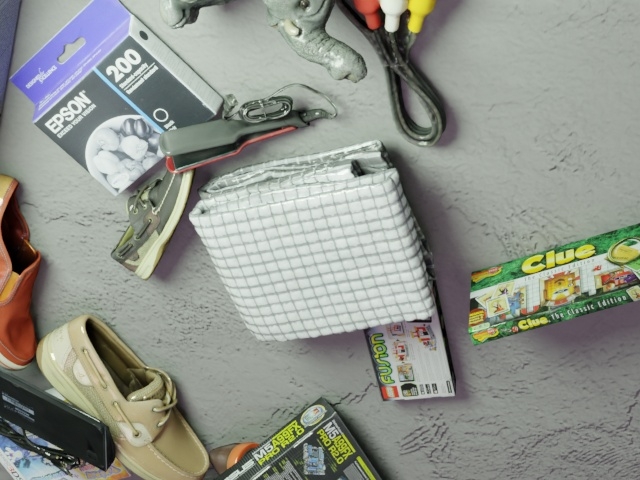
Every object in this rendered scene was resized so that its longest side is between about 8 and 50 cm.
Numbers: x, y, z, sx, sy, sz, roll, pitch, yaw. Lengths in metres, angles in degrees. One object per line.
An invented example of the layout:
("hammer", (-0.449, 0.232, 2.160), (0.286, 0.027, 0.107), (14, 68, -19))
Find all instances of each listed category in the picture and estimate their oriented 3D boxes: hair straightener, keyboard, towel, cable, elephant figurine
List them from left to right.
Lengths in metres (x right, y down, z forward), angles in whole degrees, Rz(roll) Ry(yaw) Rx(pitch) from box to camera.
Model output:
("keyboard", (-0.450, 0.264, 1.757), (0.317, 0.033, 0.201), (25, 138, 13))
("hair straightener", (-0.093, -0.146, 1.450), (0.230, 0.047, 0.089), (-12, 150, 2))
("elephant figurine", (-0.053, -0.305, 1.301), (0.239, 0.169, 0.186), (8, 141, 11))
("towel", (0.000, 0.000, 1.536), (0.284, 0.121, 0.235), (-12, 121, 19))
("cable", (0.082, -0.229, 1.384), (0.139, 0.072, 0.287), (3, 126, 13))

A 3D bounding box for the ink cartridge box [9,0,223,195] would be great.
("ink cartridge box", (-0.270, -0.185, 1.487), (0.206, 0.045, 0.208), (-35, 112, 29))

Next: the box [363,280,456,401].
("box", (0.125, 0.143, 1.666), (0.114, 0.036, 0.207), (-6, 124, 13))

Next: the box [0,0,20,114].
("box", (-0.467, -0.210, 1.437), (0.121, 0.148, 0.311), (19, 125, -4))

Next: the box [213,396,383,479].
("box", (-0.009, 0.410, 1.799), (0.216, 0.060, 0.270), (-38, 119, -9))

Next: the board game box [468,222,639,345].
("board game box", (0.320, 0.054, 1.512), (0.260, 0.136, 0.030), (-18, 117, 20))

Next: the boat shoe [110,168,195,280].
("boat shoe", (-0.230, -0.035, 1.566), (0.073, 0.080, 0.223), (20, 131, -12))

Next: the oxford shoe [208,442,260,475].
("oxford shoe", (-0.073, 0.410, 1.875), (0.098, 0.097, 0.271), (-3, 136, 48))

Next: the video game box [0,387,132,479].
("video game box", (-0.434, 0.331, 1.883), (0.205, 0.048, 0.187), (-18, 123, 20))

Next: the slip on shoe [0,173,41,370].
("slip on shoe", (-0.448, 0.049, 1.644), (0.101, 0.123, 0.331), (-1, 121, 5))

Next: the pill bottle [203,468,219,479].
("pill bottle", (-0.178, 0.442, 1.867), (0.078, 0.137, 0.078), (4, 126, 5))

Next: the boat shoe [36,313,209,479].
("boat shoe", (-0.278, 0.252, 1.755), (0.110, 0.121, 0.341), (-31, 114, 28))
